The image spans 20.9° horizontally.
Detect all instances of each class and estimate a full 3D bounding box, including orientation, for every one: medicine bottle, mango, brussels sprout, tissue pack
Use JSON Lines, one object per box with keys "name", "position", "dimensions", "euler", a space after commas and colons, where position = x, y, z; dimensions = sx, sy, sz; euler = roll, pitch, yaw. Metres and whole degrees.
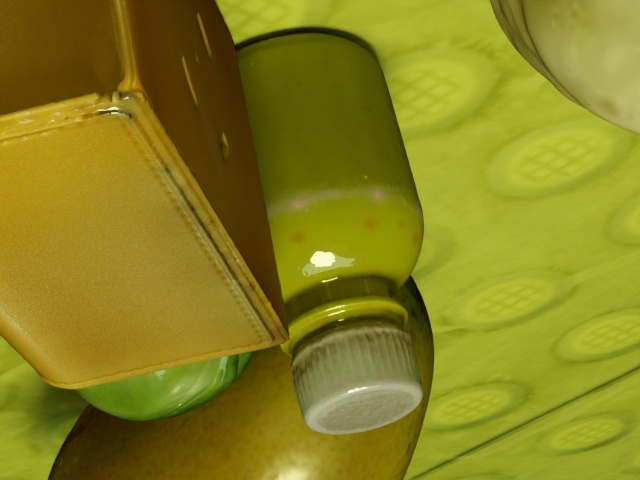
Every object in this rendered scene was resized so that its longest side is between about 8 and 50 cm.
{"name": "medicine bottle", "position": [0.000, 0.000, 0.980], "dimensions": [0.121, 0.213, 0.122], "euler": [-11, 154, -6]}
{"name": "mango", "position": [-0.055, 0.159, 1.245], "dimensions": [0.221, 0.264, 0.378], "euler": [36, 119, -9]}
{"name": "brussels sprout", "position": [-0.106, 0.036, 1.078], "dimensions": [0.131, 0.145, 0.183], "euler": [-10, 155, -20]}
{"name": "tissue pack", "position": [-0.122, -0.065, 0.816], "dimensions": [0.145, 0.194, 0.274], "euler": [-17, 153, 6]}

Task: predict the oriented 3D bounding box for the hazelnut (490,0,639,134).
{"name": "hazelnut", "position": [0.175, -0.168, 0.771], "dimensions": [0.241, 0.261, 0.261], "euler": [33, 136, -14]}
